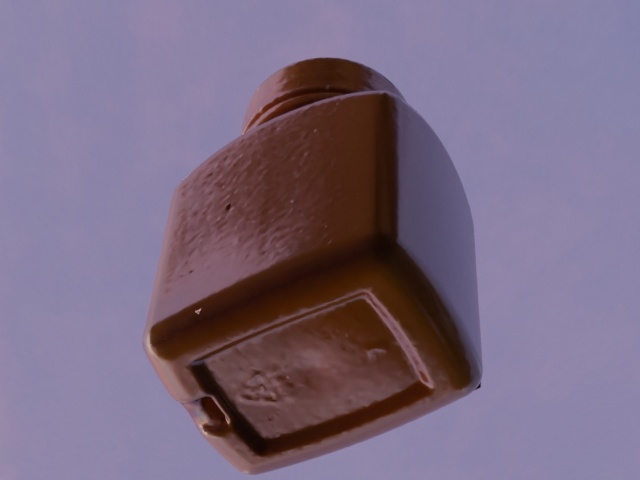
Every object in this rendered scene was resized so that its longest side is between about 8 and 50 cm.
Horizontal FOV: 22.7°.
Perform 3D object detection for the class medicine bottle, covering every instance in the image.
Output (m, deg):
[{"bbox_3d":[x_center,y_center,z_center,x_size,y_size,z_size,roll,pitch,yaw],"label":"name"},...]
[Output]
[{"bbox_3d":[0.000,0.001,0.846,0.149,0.222,0.112,-23,-59,18],"label":"medicine bottle"}]
